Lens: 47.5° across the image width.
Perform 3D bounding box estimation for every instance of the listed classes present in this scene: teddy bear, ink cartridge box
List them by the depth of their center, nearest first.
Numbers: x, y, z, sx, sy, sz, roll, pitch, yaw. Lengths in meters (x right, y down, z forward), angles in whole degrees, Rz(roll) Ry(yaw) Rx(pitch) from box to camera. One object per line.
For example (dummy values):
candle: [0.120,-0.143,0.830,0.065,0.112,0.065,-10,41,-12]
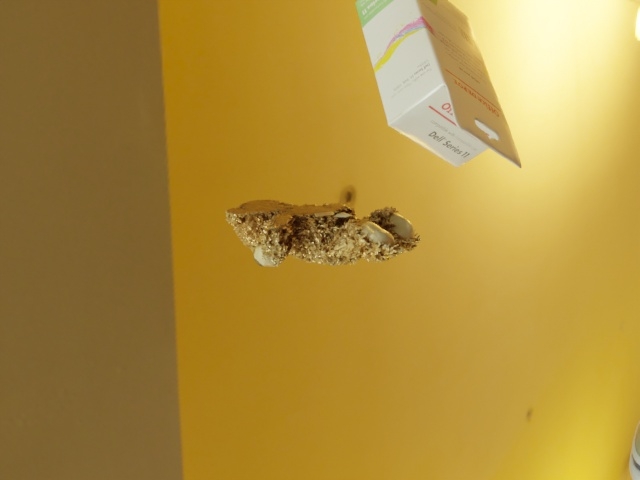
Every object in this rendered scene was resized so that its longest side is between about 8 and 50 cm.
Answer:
ink cartridge box: [0.192,-0.263,1.212,0.207,0.119,0.353,22,-133,-43]
teddy bear: [0.000,0.000,1.240,0.245,0.338,0.113,-51,-40,-70]

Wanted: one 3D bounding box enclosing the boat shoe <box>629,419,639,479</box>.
boat shoe: [0.272,0.034,0.404,0.302,0.109,0.094,-35,-76,-20]
